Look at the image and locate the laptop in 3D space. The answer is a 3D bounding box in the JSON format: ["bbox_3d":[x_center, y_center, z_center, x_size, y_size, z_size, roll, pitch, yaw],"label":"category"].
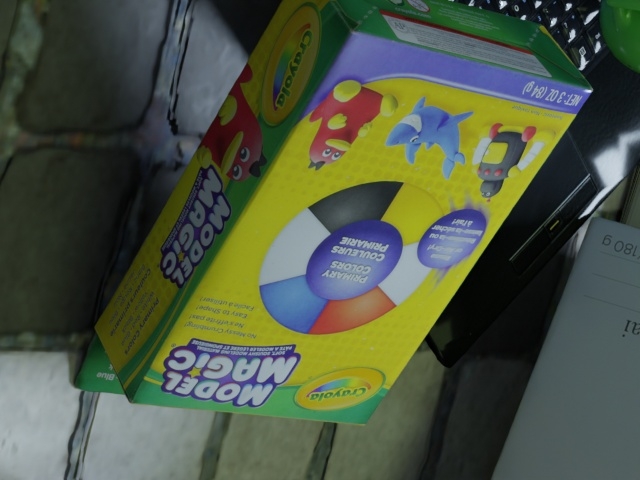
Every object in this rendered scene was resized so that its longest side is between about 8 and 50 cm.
[{"bbox_3d":[0.111,-0.106,0.912,0.234,0.137,0.264,-44,119,-26],"label":"laptop"}]

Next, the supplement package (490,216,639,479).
[{"bbox_3d":[0.191,0.166,1.030,0.175,0.178,0.293,35,74,-59],"label":"supplement package"}]

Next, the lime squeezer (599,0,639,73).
[{"bbox_3d":[0.163,-0.143,0.892,0.110,0.059,0.310,-50,146,-19],"label":"lime squeezer"}]

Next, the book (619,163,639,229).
[{"bbox_3d":[0.220,-0.047,1.148,0.096,0.035,0.144,10,99,-53],"label":"book"}]

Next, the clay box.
[{"bbox_3d":[0.000,0.000,0.823,0.127,0.053,0.222,9,125,-36],"label":"clay box"}]
